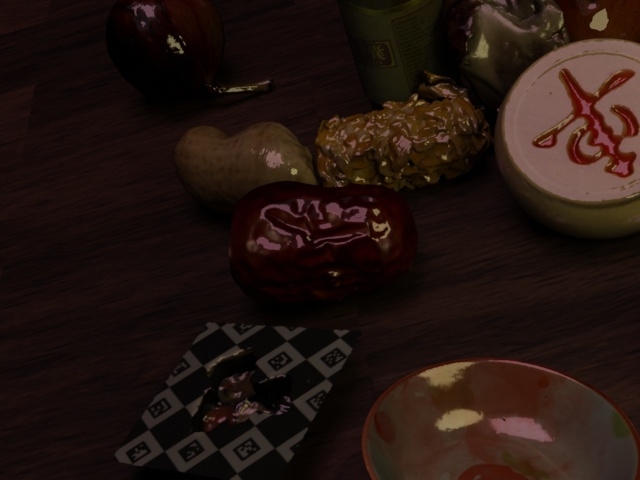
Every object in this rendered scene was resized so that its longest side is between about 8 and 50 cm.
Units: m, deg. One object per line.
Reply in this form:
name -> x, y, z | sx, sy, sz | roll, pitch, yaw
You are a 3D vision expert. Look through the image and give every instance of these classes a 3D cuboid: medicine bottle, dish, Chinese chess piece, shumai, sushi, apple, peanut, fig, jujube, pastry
medicine bottle -> 0.104, -0.327, 1.529 | 0.151, 0.322, 0.151 | -12, 39, 10
dish -> 0.169, 0.221, 1.032 | 0.260, 0.085, 0.260 | -2, 30, 1
Chinese chess piece -> 0.334, -0.124, 1.306 | 0.251, 0.097, 0.250 | -6, 67, 14
shumai -> 0.232, -0.259, 1.451 | 0.120, 0.201, 0.201 | -5, 31, -30
sushi -> -0.085, 0.190, 1.227 | 0.220, 0.047, 0.231 | 1, 39, 31
apple -> 0.371, -0.334, 1.522 | 0.234, 0.234, 0.234 | -12, 40, 10
peanut -> -0.107, -0.100, 1.515 | 0.253, 0.122, 0.137 | 5, 59, 32
fig -> -0.232, -0.294, 1.771 | 0.186, 0.204, 0.249 | -41, 72, 22
jujube -> 0.000, 0.000, 1.327 | 0.230, 0.155, 0.155 | -6, 41, 14
pastry -> 0.115, -0.138, 1.478 | 0.250, 0.102, 0.154 | -16, 42, 8
